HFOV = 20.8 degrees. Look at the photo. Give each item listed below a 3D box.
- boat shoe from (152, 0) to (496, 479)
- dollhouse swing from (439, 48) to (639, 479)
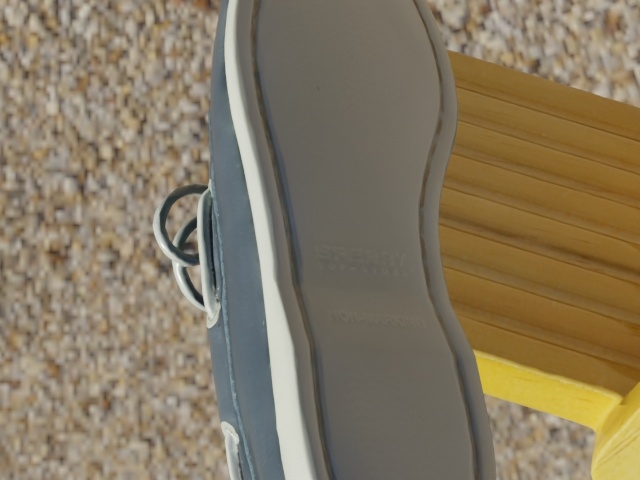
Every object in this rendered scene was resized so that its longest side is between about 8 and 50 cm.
[{"bbox_3d":[0.000,0.000,0.574,0.095,0.254,0.079,6,151,-32],"label":"boat shoe"},{"bbox_3d":[0.192,-0.071,0.966,0.305,0.347,0.315,29,128,-5],"label":"dollhouse swing"}]
